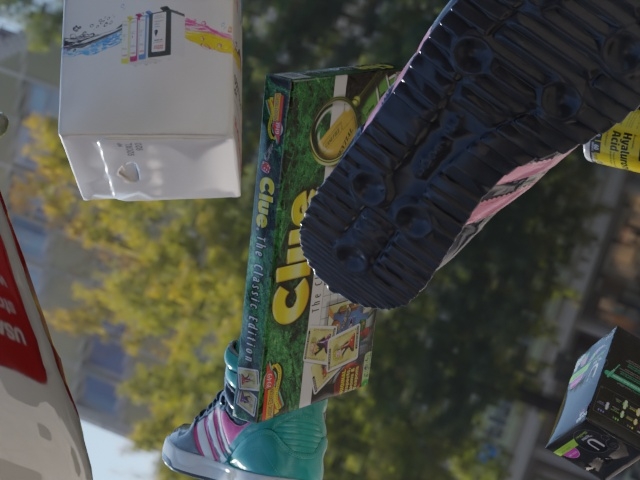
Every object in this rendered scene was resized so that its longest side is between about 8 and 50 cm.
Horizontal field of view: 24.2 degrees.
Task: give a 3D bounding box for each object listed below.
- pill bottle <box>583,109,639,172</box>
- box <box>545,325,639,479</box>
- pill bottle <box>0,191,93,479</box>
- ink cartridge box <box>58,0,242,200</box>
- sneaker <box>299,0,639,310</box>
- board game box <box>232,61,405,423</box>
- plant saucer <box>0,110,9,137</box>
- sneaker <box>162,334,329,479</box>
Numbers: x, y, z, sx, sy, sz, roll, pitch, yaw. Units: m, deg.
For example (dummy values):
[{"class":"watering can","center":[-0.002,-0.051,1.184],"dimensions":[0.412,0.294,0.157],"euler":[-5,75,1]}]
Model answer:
[{"class":"pill bottle","center":[0.338,-0.102,1.554],"dimensions":[0.065,0.116,0.065],"euler":[-37,-45,-51]},{"class":"box","center":[0.204,0.115,1.049],"dimensions":[0.083,0.052,0.062],"euler":[-63,5,-34]},{"class":"pill bottle","center":[-0.212,0.036,0.511],"dimensions":[0.229,0.229,0.407],"euler":[90,159,-59]},{"class":"ink cartridge box","center":[-0.164,-0.174,1.503],"dimensions":[0.171,0.168,0.232],"euler":[90,180,-71]},{"class":"sneaker","center":[0.105,-0.091,0.844],"dimensions":[0.319,0.112,0.131],"euler":[-42,5,42]},{"class":"board game box","center":[0.000,0.000,1.115],"dimensions":[0.136,0.030,0.259],"euler":[-12,-65,-46]},{"class":"plant saucer","center":[-0.434,-0.111,1.093],"dimensions":[0.400,0.400,0.100],"euler":[12,-84,-77]},{"class":"sneaker","center":[-0.080,0.180,1.633],"dimensions":[0.295,0.124,0.178],"euler":[2,81,59]}]
